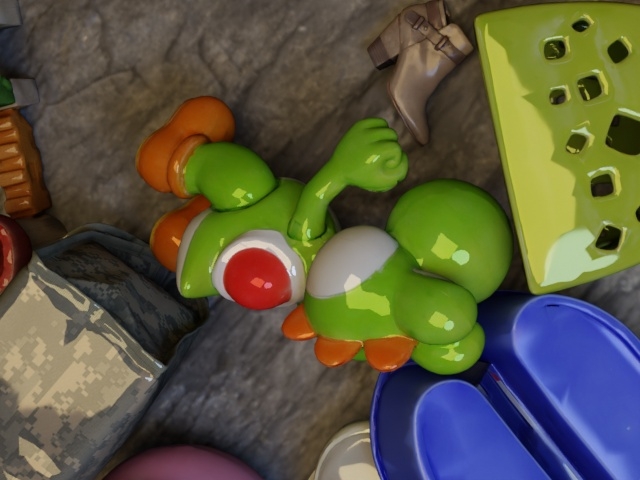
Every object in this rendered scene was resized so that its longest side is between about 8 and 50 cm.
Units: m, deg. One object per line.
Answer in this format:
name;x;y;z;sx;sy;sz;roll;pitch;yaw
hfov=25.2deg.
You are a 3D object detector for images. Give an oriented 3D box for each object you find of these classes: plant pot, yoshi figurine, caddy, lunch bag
plant pot;0.247;-0.092;1.180;0.207;0.227;0.228;-13;92;8
yoshi figurine;0.020;-0.007;1.230;0.362;0.203;0.203;26;94;37
caddy;0.200;0.198;1.237;0.241;0.179;0.341;-39;90;-12
lunch bag;-0.231;0.118;1.283;0.169;0.287;0.235;40;100;0

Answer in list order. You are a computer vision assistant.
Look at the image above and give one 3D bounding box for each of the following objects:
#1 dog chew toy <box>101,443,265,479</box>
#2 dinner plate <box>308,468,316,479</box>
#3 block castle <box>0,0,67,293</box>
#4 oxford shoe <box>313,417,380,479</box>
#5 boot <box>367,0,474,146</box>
dog chew toy;-0.147;0.302;1.256;0.206;0.332;0.207;2;97;13
dinner plate;0.047;0.267;1.368;0.141;0.017;0.141;2;98;15
block castle;-0.441;-0.152;1.341;0.303;0.213;0.453;-10;94;15
oxford shoe;0.073;0.386;1.308;0.169;0.130;0.449;-2;98;15
boot;0.100;-0.156;1.297;0.087;0.042;0.118;-28;89;13
